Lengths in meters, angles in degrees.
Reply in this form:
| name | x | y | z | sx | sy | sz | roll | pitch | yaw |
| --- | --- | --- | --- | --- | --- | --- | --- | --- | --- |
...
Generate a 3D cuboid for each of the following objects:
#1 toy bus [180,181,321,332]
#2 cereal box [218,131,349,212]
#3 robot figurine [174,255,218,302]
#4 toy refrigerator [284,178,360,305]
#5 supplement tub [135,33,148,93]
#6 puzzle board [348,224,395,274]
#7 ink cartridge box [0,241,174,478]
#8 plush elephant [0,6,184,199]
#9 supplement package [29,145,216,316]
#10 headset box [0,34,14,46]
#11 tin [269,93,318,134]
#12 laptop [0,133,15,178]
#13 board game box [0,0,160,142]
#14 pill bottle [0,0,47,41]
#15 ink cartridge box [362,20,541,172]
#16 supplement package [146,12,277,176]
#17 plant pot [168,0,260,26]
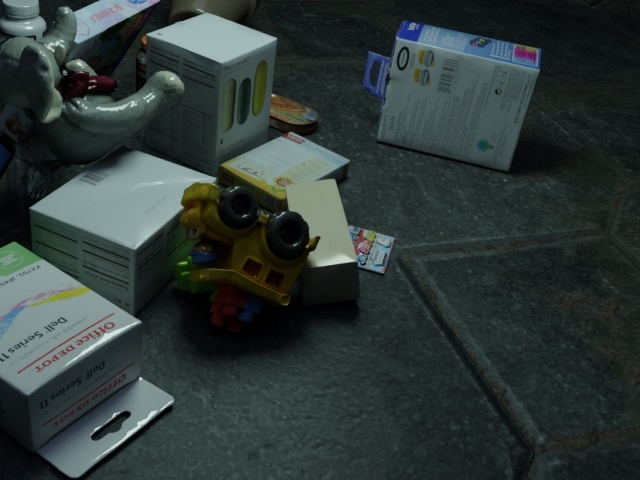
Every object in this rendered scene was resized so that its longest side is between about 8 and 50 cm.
| name | x | y | z | sx | sy | sz | roll | pitch | yaw |
| --- | --- | --- | --- | --- | --- | --- | --- | --- | --- |
| toy bus | -0.142 | 0.033 | 1.289 | 0.220 | 0.211 | 0.149 | 28 | -14 | -25 |
| cereal box | -0.075 | -0.150 | 1.708 | 0.173 | 0.047 | 0.240 | 30 | 39 | 27 |
| robot figurine | -0.191 | 0.055 | 1.372 | 0.115 | 0.067 | 0.101 | -9 | 45 | -25 |
| toy refrigerator | 0.000 | 0.000 | 1.471 | 0.102 | 0.094 | 0.269 | -8 | 36 | -4 |
| supplement tub | -0.366 | -0.371 | 1.831 | 0.117 | 0.190 | 0.117 | 6 | 34 | -4 |
| puzzle board | 0.088 | 0.015 | 1.543 | 0.097 | 0.011 | 0.128 | 14 | 36 | 8 |
| ink cartridge box | -0.398 | 0.156 | 1.134 | 0.354 | 0.119 | 0.207 | 27 | 38 | 24 |
| plush elephant | -0.456 | -0.270 | 1.373 | 0.272 | 0.255 | 0.330 | 18 | 57 | 28 |
| supplement package | -0.336 | -0.025 | 1.384 | 0.204 | 0.145 | 0.262 | 20 | 35 | 14 |
| headset box | -0.847 | -0.376 | 1.749 | 0.247 | 0.131 | 0.283 | 13 | 29 | -1 |
| tin | -0.095 | -0.308 | 1.941 | 0.190 | 0.040 | 0.106 | 26 | 34 | 23 |
| laptop | -0.724 | -0.125 | 1.446 | 0.264 | 0.136 | 0.234 | -23 | 45 | -37 |
| board game box | -0.521 | -0.388 | 1.726 | 0.066 | 0.319 | 0.318 | 43 | 38 | -6 |
| pill bottle | -0.709 | -0.479 | 1.902 | 0.108 | 0.193 | 0.108 | 7 | 35 | -4 |
| ink cartridge box | 0.291 | -0.350 | 1.883 | 0.396 | 0.269 | 0.151 | 14 | 33 | 6 |
| supplement package | -0.238 | -0.319 | 1.723 | 0.198 | 0.262 | 0.199 | 25 | 38 | 22 |
| plant pot | -0.321 | -0.652 | 2.233 | 0.263 | 0.263 | 0.229 | 12 | 54 | 4 |
